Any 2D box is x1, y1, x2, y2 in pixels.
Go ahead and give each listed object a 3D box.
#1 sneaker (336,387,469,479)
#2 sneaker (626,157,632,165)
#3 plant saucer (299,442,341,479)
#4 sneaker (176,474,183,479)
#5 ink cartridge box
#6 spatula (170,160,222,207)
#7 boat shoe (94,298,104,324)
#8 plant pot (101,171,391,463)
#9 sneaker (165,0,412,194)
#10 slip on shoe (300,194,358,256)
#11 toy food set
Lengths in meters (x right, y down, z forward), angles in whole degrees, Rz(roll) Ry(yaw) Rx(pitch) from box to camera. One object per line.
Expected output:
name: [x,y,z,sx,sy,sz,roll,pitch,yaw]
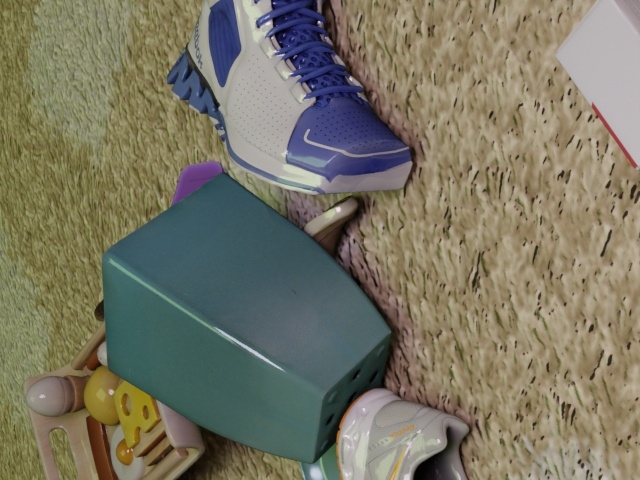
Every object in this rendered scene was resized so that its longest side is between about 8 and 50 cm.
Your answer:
sneaker: [0.080,0.267,0.941,0.121,0.099,0.263,2,97,47]
sneaker: [0.239,-0.090,0.752,0.037,0.032,0.083,14,111,36]
plant saucer: [0.023,0.219,1.061,0.119,0.021,0.119,10,103,51]
sneaker: [-0.186,0.347,1.286,0.163,0.086,0.226,57,135,31]
ink cartridge box: [0.230,-0.101,0.673,0.056,0.135,0.099,-54,54,43]
spatula: [-0.146,0.055,1.200,0.084,0.030,0.297,-7,78,44]
boat shoe: [-0.186,0.112,1.287,0.190,0.068,0.072,15,141,41]
plant pot: [-0.061,0.087,1.011,0.234,0.165,0.166,32,138,23]
sneaker: [-0.038,-0.178,1.006,0.315,0.127,0.182,41,127,43]
slip on shoe: [0.000,0.000,1.045,0.041,0.051,0.135,54,136,1]
toy food set: [-0.247,0.187,1.206,0.306,0.092,0.220,-46,57,44]
